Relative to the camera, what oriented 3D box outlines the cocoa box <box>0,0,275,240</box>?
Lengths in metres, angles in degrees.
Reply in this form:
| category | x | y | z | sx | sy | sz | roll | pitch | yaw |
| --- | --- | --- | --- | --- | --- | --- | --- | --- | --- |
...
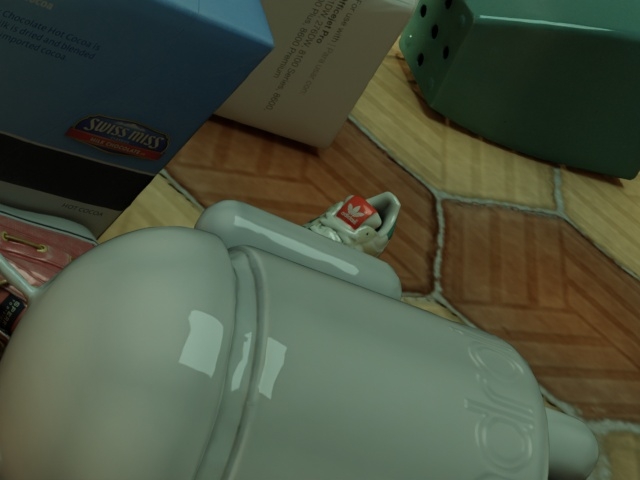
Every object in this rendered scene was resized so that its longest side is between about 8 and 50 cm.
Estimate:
| category | x | y | z | sx | sy | sz | roll | pitch | yaw |
| --- | --- | --- | --- | --- | --- | --- | --- | --- | --- |
| cocoa box | -0.243 | -0.173 | 0.925 | 0.347 | 0.228 | 0.231 | 17 | 41 | -40 |

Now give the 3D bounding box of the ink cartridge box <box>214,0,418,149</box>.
| category | x | y | z | sx | sy | sz | roll | pitch | yaw |
| --- | --- | --- | --- | --- | --- | --- | --- | --- | --- |
| ink cartridge box | -0.146 | -0.265 | 1.263 | 0.395 | 0.166 | 0.285 | 17 | 36 | -23 |

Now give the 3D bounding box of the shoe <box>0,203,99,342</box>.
| category | x | y | z | sx | sy | sz | roll | pitch | yaw |
| --- | --- | --- | --- | --- | --- | --- | --- | --- | --- |
| shoe | -0.200 | 0.019 | 0.923 | 0.178 | 0.063 | 0.081 | 12 | 32 | -38 |

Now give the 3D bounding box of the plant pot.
| category | x | y | z | sx | sy | sz | roll | pitch | yaw |
| --- | --- | --- | --- | --- | --- | --- | --- | --- | --- |
| plant pot | 0.208 | -0.180 | 1.480 | 0.234 | 0.165 | 0.165 | 5 | 41 | -26 |

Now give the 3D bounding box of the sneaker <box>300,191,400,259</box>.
| category | x | y | z | sx | sy | sz | roll | pitch | yaw |
| --- | --- | --- | --- | --- | --- | --- | --- | --- | --- |
| sneaker | 0.000 | 0.000 | 1.118 | 0.057 | 0.075 | 0.161 | 45 | 33 | 19 |

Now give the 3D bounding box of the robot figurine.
| category | x | y | z | sx | sy | sz | roll | pitch | yaw |
| --- | --- | --- | --- | --- | --- | --- | --- | --- | --- |
| robot figurine | -0.023 | 0.113 | 0.823 | 0.353 | 0.200 | 0.300 | 20 | 47 | -20 |
